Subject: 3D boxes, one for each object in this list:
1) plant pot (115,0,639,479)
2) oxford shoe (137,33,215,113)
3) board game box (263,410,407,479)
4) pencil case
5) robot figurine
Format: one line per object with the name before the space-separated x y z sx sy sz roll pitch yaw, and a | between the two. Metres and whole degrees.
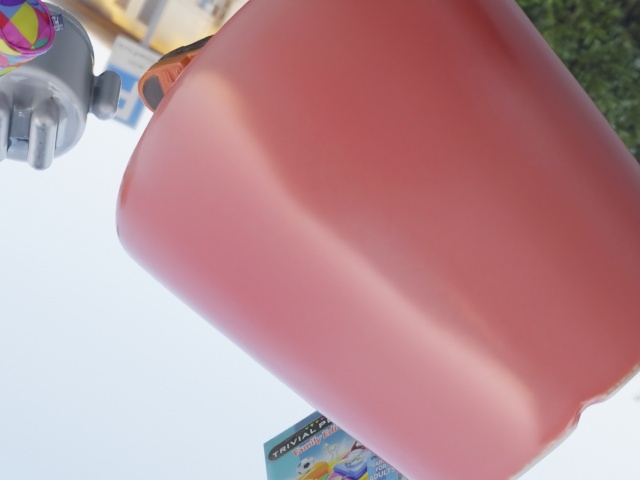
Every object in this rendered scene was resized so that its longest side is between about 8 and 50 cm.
plant pot | 0.062 -0.002 0.480 0.243 0.275 0.275 47 -161 13
oxford shoe | -0.118 -0.297 1.324 0.363 0.130 0.133 -6 -142 22
board game box | 0.036 0.404 1.413 0.079 0.253 0.336 54 -174 -23
pencil case | -0.453 -0.266 1.118 0.236 0.105 0.104 -13 165 38
robot figurine | -0.493 -0.273 1.412 0.299 0.200 0.353 12 -138 -19
